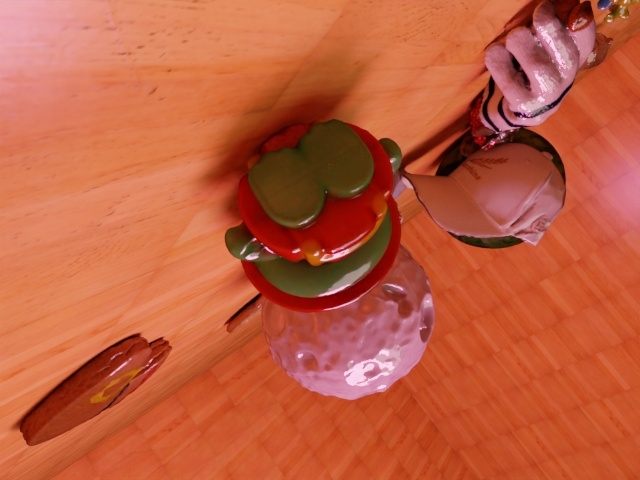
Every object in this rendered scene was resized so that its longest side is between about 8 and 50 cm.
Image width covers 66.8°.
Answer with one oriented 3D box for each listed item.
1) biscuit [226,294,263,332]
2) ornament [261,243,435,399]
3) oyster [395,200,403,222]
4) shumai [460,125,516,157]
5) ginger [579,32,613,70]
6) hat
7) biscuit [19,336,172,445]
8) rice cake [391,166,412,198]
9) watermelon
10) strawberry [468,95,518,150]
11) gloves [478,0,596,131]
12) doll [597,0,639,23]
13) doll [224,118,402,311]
[{"bbox_3d":[-0.170,0.182,1.381,0.203,0.041,0.260,-25,165,-47],"label":"biscuit"},{"bbox_3d":[0.058,0.134,0.935,0.337,0.337,0.337,-37,173,-5],"label":"ornament"},{"bbox_3d":[0.138,-0.067,1.215,0.209,0.072,0.133,-6,161,-37],"label":"oyster"},{"bbox_3d":[0.393,-0.268,1.140,0.139,0.105,0.123,-26,-146,-12],"label":"shumai"},{"bbox_3d":[0.630,-0.449,1.168,0.165,0.067,0.096,-16,162,-34],"label":"ginger"},{"bbox_3d":[0.316,-0.126,0.989,0.301,0.258,0.168,3,118,-17],"label":"hat"},{"bbox_3d":[-0.347,0.240,0.828,0.262,0.052,0.277,-39,173,11],"label":"biscuit"},{"bbox_3d":[0.182,-0.129,1.128,0.042,0.030,0.180,-28,172,-5],"label":"rice cake"},{"bbox_3d":[0.480,-0.143,1.325,0.363,0.363,0.363,-37,173,-5],"label":"watermelon"},{"bbox_3d":[0.379,-0.265,0.947,0.174,0.098,0.228,-30,180,36],"label":"strawberry"},{"bbox_3d":[0.304,-0.240,0.676,0.140,0.131,0.219,-38,-178,-13],"label":"gloves"},{"bbox_3d":[0.538,-0.441,0.630,0.346,0.099,0.341,-43,173,18],"label":"doll"},{"bbox_3d":[-0.001,-0.001,0.555,0.182,0.160,0.363,-37,173,-10],"label":"doll"}]
